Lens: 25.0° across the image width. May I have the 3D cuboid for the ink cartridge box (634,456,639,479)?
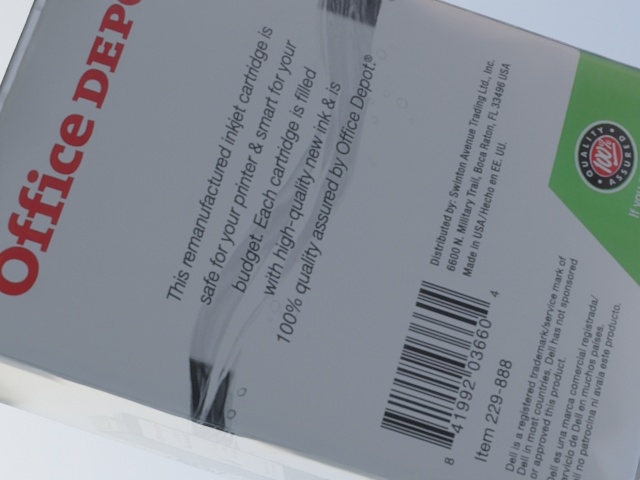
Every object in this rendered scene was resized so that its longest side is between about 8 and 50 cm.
[{"bbox_3d":[0.298,0.253,1.604,0.153,0.086,0.208,-64,173,6],"label":"ink cartridge box"}]

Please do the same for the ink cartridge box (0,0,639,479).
[{"bbox_3d":[0.000,0.000,0.634,0.121,0.289,0.211,118,-9,-71],"label":"ink cartridge box"}]
